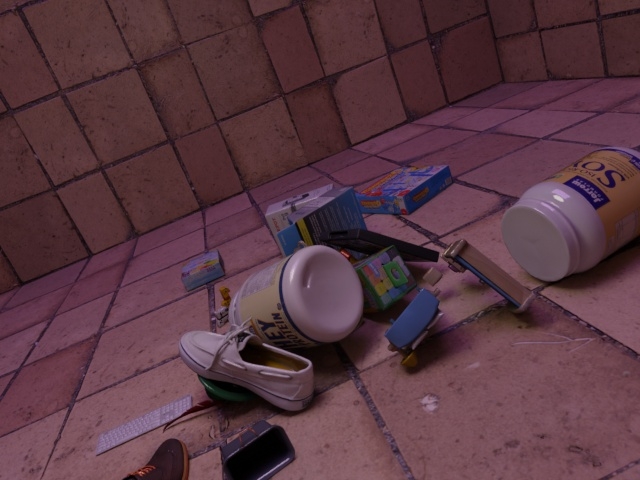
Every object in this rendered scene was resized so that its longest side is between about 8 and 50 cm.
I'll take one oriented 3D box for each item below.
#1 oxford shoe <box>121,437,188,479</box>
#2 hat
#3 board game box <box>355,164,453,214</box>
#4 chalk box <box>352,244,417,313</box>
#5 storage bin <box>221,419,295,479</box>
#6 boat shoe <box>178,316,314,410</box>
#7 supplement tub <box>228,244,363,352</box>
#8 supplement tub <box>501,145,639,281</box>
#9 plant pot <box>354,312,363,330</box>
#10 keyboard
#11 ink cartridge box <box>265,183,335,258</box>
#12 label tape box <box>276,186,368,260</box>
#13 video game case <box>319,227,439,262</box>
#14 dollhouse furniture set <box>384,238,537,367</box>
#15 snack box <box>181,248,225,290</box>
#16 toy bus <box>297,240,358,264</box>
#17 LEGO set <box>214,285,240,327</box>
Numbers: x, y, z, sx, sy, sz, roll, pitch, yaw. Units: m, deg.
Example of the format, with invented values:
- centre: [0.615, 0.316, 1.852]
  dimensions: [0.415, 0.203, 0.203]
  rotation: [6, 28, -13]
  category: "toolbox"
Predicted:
- centre: [-0.341, 0.487, 1.014]
  dimensions: [0.096, 0.099, 0.271]
  rotation: [-18, 20, 9]
  category: "oxford shoe"
- centre: [-0.252, 0.397, 1.282]
  dimensions: [0.208, 0.184, 0.173]
  rotation: [20, 25, 1]
  category: "hat"
- centre: [0.354, -0.219, 2.173]
  dimensions: [0.308, 0.086, 0.301]
  rotation: [-34, 23, -31]
  category: "board game box"
- centre: [0.156, 0.107, 1.361]
  dimensions: [0.132, 0.133, 0.213]
  rotation: [-31, 0, -26]
  category: "chalk box"
- centre: [-0.137, 0.418, 1.012]
  dimensions: [0.135, 0.098, 0.091]
  rotation: [-30, 11, -22]
  category: "storage bin"
- centre: [-0.178, 0.255, 1.175]
  dimensions: [0.366, 0.157, 0.135]
  rotation: [18, 28, 25]
  category: "boat shoe"
- centre: [-0.073, 0.166, 1.302]
  dimensions: [0.324, 0.236, 0.235]
  rotation: [-27, 9, 47]
  category: "supplement tub"
- centre: [0.641, -0.065, 1.245]
  dimensions: [0.331, 0.241, 0.241]
  rotation: [-28, 20, -18]
  category: "supplement tub"
- centre: [0.062, 0.205, 1.389]
  dimensions: [0.083, 0.083, 0.079]
  rotation: [-30, 10, -24]
  category: "plant pot"
- centre: [-0.451, 0.471, 1.299]
  dimensions: [0.255, 0.014, 0.072]
  rotation: [-24, 20, -6]
  category: "keyboard"
- centre: [-0.049, -0.074, 2.025]
  dimensions: [0.288, 0.211, 0.122]
  rotation: [-19, 21, 10]
  category: "ink cartridge box"
- centre: [0.000, 0.000, 1.717]
  dimensions: [0.347, 0.249, 0.115]
  rotation: [-33, 23, -30]
  category: "label tape box"
- centre: [0.169, 0.018, 1.505]
  dimensions: [0.274, 0.035, 0.248]
  rotation: [16, -7, -23]
  category: "video game case"
- centre: [0.308, 0.178, 1.211]
  dimensions: [0.303, 0.198, 0.286]
  rotation: [-50, -8, 3]
  category: "dollhouse furniture set"
- centre: [-0.508, 0.124, 2.186]
  dimensions: [0.174, 0.070, 0.207]
  rotation: [-24, 18, -7]
  category: "snack box"
- centre: [0.052, 0.073, 1.560]
  dimensions: [0.190, 0.202, 0.104]
  rotation: [4, 30, 41]
  category: "toy bus"
- centre: [-0.292, 0.192, 1.747]
  dimensions: [0.227, 0.093, 0.087]
  rotation: [-34, 23, -32]
  category: "LEGO set"
